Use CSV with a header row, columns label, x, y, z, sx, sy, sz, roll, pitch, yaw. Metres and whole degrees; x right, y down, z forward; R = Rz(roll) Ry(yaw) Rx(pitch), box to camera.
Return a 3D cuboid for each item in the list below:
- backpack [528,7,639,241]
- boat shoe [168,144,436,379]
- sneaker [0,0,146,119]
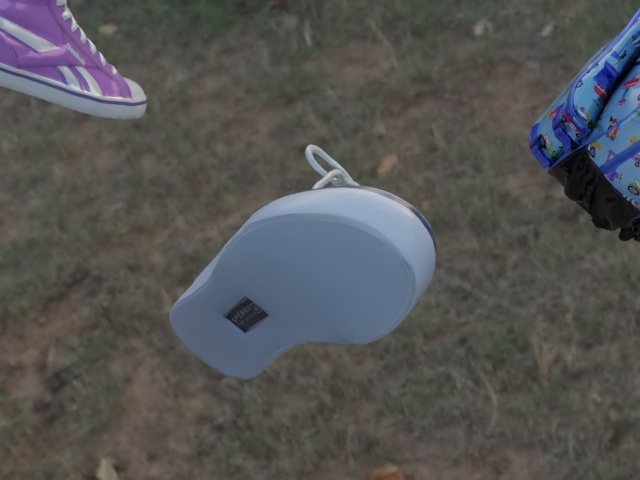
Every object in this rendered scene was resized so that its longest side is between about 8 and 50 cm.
label,x,y,z,sx,sy,sz,roll,pitch,yaw
backpack,0.237,-0.094,0.888,0.117,0.173,0.158,42,77,1
boat shoe,0.006,0.006,1.071,0.156,0.136,0.367,-52,7,-28
sneaker,-0.299,-0.241,1.559,0.102,0.282,0.161,25,96,42
